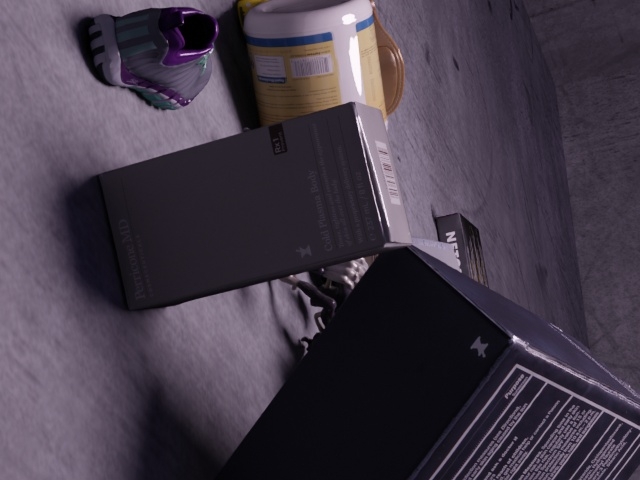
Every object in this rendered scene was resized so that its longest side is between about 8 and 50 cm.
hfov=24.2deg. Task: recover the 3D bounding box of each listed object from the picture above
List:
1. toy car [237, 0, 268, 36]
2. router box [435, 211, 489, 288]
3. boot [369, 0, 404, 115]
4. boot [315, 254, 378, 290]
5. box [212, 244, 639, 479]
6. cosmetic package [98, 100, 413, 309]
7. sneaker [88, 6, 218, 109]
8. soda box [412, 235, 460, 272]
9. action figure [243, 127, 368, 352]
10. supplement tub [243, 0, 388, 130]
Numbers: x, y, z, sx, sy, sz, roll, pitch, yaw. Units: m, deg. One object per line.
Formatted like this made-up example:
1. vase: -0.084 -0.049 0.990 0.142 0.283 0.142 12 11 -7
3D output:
1. toy car: -0.027 -0.246 1.822 0.239 0.053 0.225 -79 151 -53
2. router box: 0.242 0.054 2.481 0.133 0.046 0.179 32 47 -66
3. boot: 0.056 -0.274 2.039 0.152 0.073 0.197 -123 -162 -70
4. boot: 0.023 0.054 1.777 0.106 0.082 0.219 11 76 -44
5. box: 0.109 0.193 1.349 0.294 0.296 0.183 28 11 -48
6. cosmetic package: -0.054 -0.026 1.258 0.107 0.238 0.127 -1 75 -75
7. sneaker: -0.124 -0.171 1.373 0.223 0.098 0.083 -10 87 -73
8. soda box: 0.127 0.089 1.855 0.286 0.091 0.098 -94 -164 -70
9. action figure: 0.000 0.000 1.584 0.164 0.141 0.276 -68 145 -43
10. supplement tub: -0.002 -0.168 1.663 0.144 0.144 0.200 -60 144 -66
